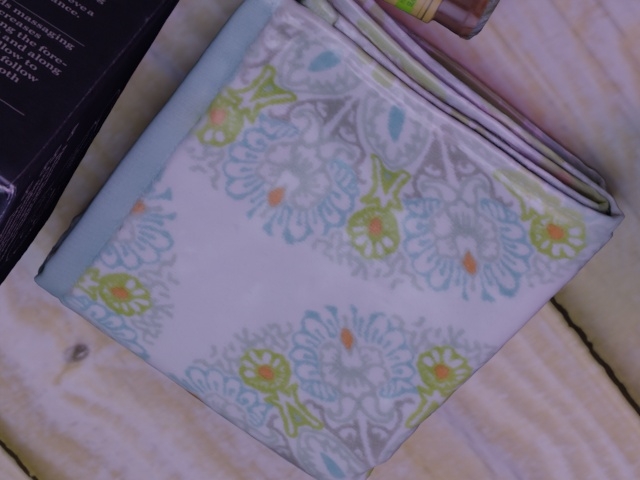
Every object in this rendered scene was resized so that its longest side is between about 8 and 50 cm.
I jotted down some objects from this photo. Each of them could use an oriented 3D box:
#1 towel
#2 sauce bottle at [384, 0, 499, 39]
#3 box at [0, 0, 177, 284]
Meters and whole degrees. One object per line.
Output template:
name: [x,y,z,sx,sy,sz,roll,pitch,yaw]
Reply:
towel: [0.000,0.000,1.398,0.320,0.090,0.374,38,121,-8]
sauce bottle: [-0.022,-0.258,1.243,0.344,0.111,0.111,26,122,-1]
box: [-0.281,-0.075,1.245,0.212,0.395,0.293,33,121,-4]
